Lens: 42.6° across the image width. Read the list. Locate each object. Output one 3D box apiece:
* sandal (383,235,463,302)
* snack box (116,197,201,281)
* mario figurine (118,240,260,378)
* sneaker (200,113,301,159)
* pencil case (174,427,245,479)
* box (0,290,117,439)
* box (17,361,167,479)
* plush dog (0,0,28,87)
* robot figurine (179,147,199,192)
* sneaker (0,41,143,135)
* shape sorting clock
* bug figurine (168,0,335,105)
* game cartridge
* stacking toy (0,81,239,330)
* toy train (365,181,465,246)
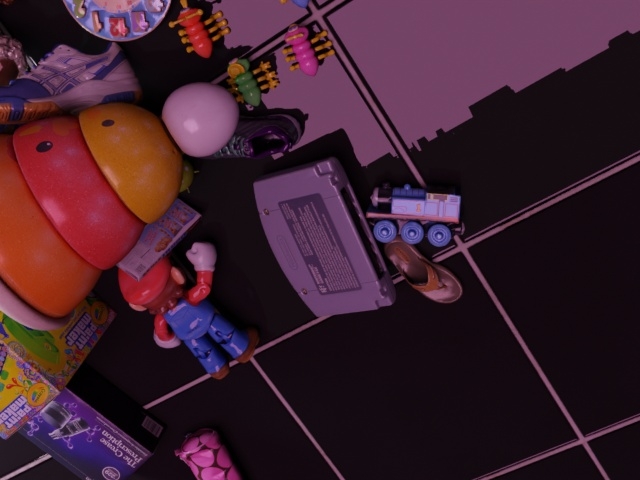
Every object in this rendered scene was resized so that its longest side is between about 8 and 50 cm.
[{"bbox_3d":[0.189,0.061,1.540,0.180,0.049,0.072,40,114,-10],"label":"sandal"},{"bbox_3d":[-0.301,-0.004,1.517,0.064,0.178,0.022,35,148,11],"label":"snack box"},{"bbox_3d":[-0.263,0.113,1.617,0.198,0.170,0.320,-48,115,-18],"label":"mario figurine"},{"bbox_3d":[-0.149,-0.180,1.453,0.223,0.098,0.083,-7,113,12],"label":"sneaker"},{"bbox_3d":[-0.228,0.512,1.790,0.098,0.095,0.209,-32,108,-16],"label":"pencil case"},{"bbox_3d":[-0.593,0.165,1.574,0.177,0.290,0.279,-39,104,21],"label":"box"},{"bbox_3d":[-0.498,0.405,1.777,0.261,0.103,0.184,41,116,-10],"label":"box"},{"bbox_3d":[-0.633,-0.374,1.418,0.262,0.210,0.226,2,98,-12],"label":"plush dog"},{"bbox_3d":[-0.286,-0.130,1.514,0.115,0.067,0.101,23,86,-1],"label":"robot figurine"},{"bbox_3d":[-0.456,-0.263,1.389,0.112,0.296,0.131,-27,82,53],"label":"sneaker"},{"bbox_3d":[-0.350,-0.444,1.395,0.206,0.040,0.206,3,115,7],"label":"shape sorting clock"},{"bbox_3d":[-0.105,-0.350,1.383,0.279,0.072,0.216,-23,109,18],"label":"bug figurine"},{"bbox_3d":[0.000,0.000,1.506,0.198,0.062,0.297,-8,114,39],"label":"game cartridge"},{"bbox_3d":[-0.347,-0.111,1.326,0.479,0.350,0.351,-32,107,0],"label":"stacking toy"},{"bbox_3d":[0.170,-0.051,1.479,0.184,0.080,0.105,5,106,10],"label":"toy train"}]
